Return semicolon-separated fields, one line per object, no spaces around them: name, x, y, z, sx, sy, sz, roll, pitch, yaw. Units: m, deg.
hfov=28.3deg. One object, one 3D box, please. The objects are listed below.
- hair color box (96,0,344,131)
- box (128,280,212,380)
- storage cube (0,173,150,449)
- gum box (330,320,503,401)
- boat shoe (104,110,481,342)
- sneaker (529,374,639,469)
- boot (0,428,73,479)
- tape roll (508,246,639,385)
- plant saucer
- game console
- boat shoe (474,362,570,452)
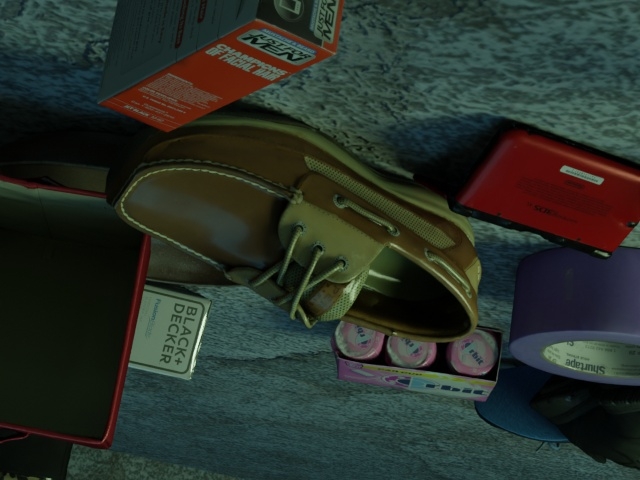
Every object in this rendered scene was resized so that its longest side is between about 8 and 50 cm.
hair color box;-0.054;-0.127;0.688;0.053;0.093;0.167;20;160;-32
box;-0.274;0.062;1.317;0.290;0.087;0.169;14;179;-18
storage cube;-0.243;0.063;1.027;0.184;0.215;0.193;11;168;-6
gum box;0.105;0.131;1.446;0.188;0.062;0.107;8;162;3
boat shoe;0.000;0.000;0.954;0.324;0.120;0.122;15;132;-31
sneaker;0.337;0.180;1.348;0.130;0.109;0.286;49;164;-2
boot;-0.447;0.207;1.592;0.377;0.284;0.138;2;161;19
tape roll;0.270;0.073;1.162;0.189;0.080;0.189;9;161;3
plant saucer;-0.162;-0.027;1.119;0.311;0.050;0.310;8;161;3
game console;0.163;-0.046;0.958;0.144;0.085;0.124;16;130;-21
boat shoe;0.314;0.211;1.526;0.258;0.109;0.089;8;166;10
